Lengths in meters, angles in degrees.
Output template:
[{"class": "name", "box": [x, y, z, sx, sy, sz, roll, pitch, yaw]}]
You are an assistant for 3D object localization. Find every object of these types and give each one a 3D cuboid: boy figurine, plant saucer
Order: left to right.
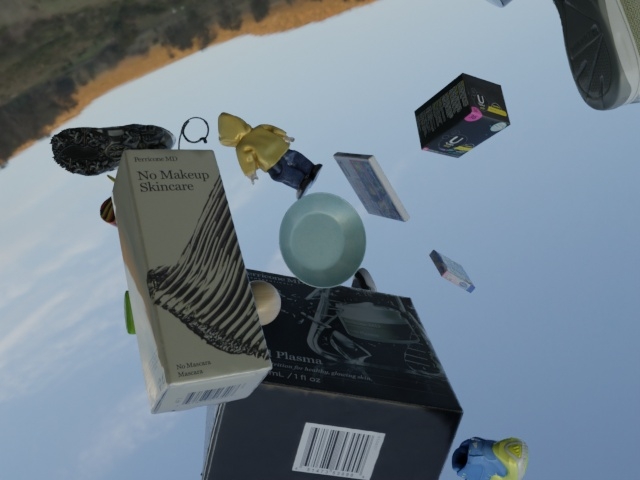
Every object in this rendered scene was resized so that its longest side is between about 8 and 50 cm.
[{"class": "boy figurine", "box": [-0.142, -0.212, 1.712, 0.177, 0.285, 0.092, -58, 179, -30]}, {"class": "plant saucer", "box": [0.000, 0.000, 1.409, 0.195, 0.195, 0.037, -35, -169, -23]}]

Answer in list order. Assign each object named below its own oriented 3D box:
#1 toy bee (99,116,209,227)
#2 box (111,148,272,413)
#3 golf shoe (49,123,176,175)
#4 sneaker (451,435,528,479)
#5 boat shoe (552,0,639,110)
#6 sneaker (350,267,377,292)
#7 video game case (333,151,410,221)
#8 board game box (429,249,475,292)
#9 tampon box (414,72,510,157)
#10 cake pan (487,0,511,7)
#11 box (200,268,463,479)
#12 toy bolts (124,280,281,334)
[{"class": "toy bee", "box": [-0.348, -0.107, 1.441, 0.298, 0.195, 0.162, -57, -140, 31]}, {"class": "box", "box": [-0.146, 0.036, 0.748, 0.113, 0.275, 0.094, -5, 152, -28]}, {"class": "golf shoe", "box": [-0.320, -0.144, 1.084, 0.198, 0.077, 0.094, 1, -166, 11]}, {"class": "sneaker", "box": [0.304, 0.421, 1.280, 0.126, 0.240, 0.091, 11, -132, 12]}, {"class": "boat shoe", "box": [0.340, -0.315, 0.818, 0.103, 0.320, 0.118, -10, 173, -11]}, {"class": "sneaker", "box": [0.074, 0.211, 1.960, 0.153, 0.269, 0.101, -9, -154, -24]}, {"class": "video game case", "box": [0.131, -0.141, 1.793, 0.023, 0.201, 0.183, -41, -155, -16]}, {"class": "board game box", "box": [0.290, 0.067, 1.529, 0.020, 0.090, 0.090, -53, -153, 20]}, {"class": "tampon box", "box": [0.303, -0.266, 1.495, 0.120, 0.101, 0.161, 6, 155, -33]}, {"class": "cake pan", "box": [0.200, -0.457, 1.054, 0.054, 0.293, 0.293, -50, -160, 16]}, {"class": "box", "box": [-0.001, 0.321, 1.557, 0.480, 0.297, 0.472, 11, -159, -12]}, {"class": "toy bolts", "box": [-0.159, 0.054, 0.942, 0.158, 0.218, 0.228, -5, -169, -31]}]
